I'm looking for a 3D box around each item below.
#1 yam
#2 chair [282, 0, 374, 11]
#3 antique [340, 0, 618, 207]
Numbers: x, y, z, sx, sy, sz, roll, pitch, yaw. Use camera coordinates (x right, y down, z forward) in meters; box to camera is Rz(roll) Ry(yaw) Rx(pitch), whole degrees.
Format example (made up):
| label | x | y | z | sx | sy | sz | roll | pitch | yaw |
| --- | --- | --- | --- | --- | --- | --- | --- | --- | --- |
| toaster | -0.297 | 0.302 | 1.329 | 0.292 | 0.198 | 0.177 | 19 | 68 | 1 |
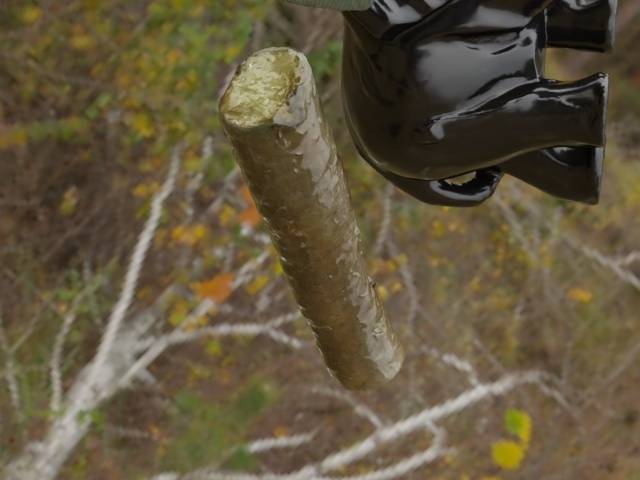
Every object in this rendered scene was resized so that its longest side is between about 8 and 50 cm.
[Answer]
| label | x | y | z | sx | sy | sz | roll | pitch | yaw |
| --- | --- | --- | --- | --- | --- | --- | --- | --- | --- |
| yam | 0.000 | 0.000 | 0.986 | 0.300 | 0.066 | 0.066 | 69 | -5 | -49 |
| chair | 0.017 | -0.329 | 1.019 | 0.160 | 0.319 | 0.186 | 16 | 57 | -3 |
| antique | 0.134 | -0.181 | 1.351 | 0.255 | 0.322 | 0.185 | 8 | 18 | 13 |
